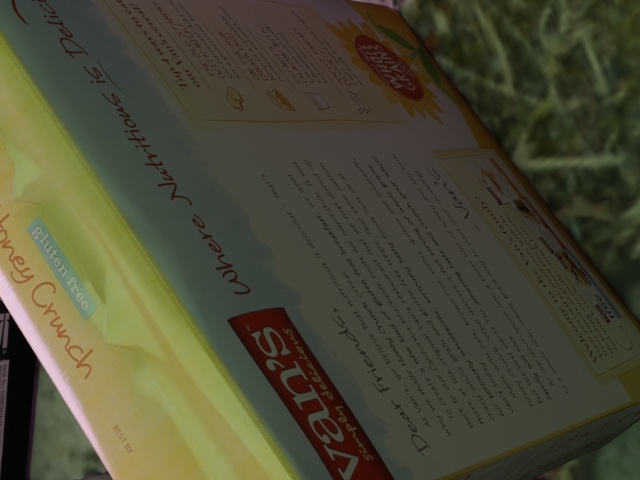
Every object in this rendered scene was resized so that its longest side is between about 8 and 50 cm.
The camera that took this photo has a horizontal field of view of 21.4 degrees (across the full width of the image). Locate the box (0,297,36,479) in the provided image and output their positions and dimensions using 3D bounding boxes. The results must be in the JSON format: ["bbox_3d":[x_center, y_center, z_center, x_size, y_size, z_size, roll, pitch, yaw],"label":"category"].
[{"bbox_3d":[-0.194,0.012,0.697,0.147,0.077,0.180,10,98,30],"label":"box"}]

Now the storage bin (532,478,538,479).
[{"bbox_3d":[0.050,0.142,0.558,0.091,0.098,0.135,39,112,34],"label":"storage bin"}]

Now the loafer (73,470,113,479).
[{"bbox_3d":[-0.141,0.173,0.655,0.251,0.094,0.087,-33,46,28],"label":"loafer"}]

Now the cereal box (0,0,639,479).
[{"bbox_3d":[0.000,0.000,0.486,0.047,0.240,0.173,-43,72,26],"label":"cereal box"}]
